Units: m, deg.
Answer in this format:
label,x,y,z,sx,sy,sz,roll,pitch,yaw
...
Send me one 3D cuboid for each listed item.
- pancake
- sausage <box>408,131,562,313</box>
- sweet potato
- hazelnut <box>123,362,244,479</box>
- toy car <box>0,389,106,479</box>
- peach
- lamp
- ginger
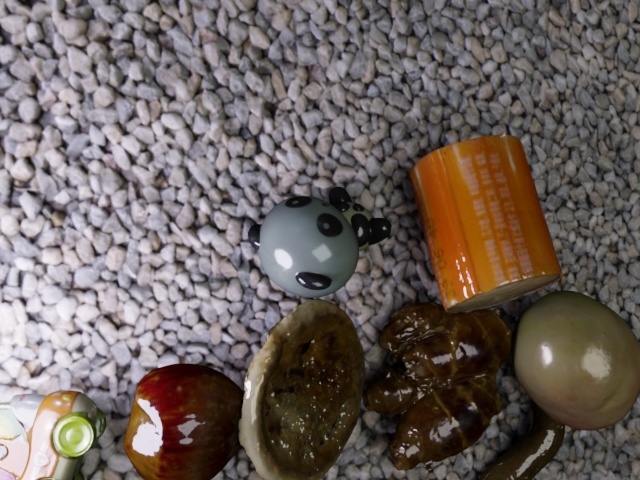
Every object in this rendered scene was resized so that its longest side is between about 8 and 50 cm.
label,x,y,z,sx,sy,sz,roll,pitch,yaw
pancake,-0.022,0.275,1.450,0.356,0.065,0.356,-5,96,-51
sausage,0.311,-0.026,1.533,0.233,0.233,0.287,-6,74,-22
sweet potato,0.435,0.458,1.738,0.286,0.085,0.112,-45,74,-3
hazelnut,-0.227,0.324,1.368,0.218,0.234,0.218,10,52,-13
toy car,-0.487,0.344,1.325,0.235,0.145,0.235,0,86,-7
peach,0.513,0.244,1.634,0.247,0.292,0.292,-12,97,-7
lamp,0.000,0.000,1.476,0.244,0.197,0.198,-28,104,-37
ginger,0.234,0.285,1.598,0.274,0.152,0.357,18,85,-22
